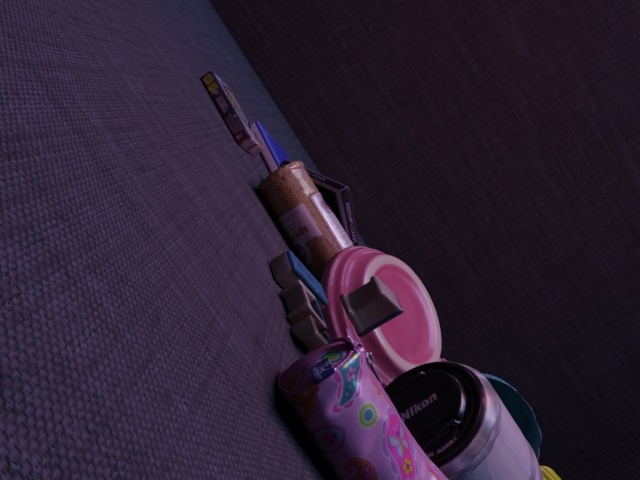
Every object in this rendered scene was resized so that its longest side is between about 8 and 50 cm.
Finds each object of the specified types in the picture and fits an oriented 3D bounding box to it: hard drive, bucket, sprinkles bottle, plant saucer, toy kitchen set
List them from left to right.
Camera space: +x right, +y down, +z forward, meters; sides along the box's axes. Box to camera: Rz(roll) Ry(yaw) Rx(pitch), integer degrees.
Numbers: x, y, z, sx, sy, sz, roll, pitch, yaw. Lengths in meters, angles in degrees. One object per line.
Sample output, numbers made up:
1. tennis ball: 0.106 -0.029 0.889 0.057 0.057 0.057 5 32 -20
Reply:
1. hard drive: -0.093 -0.174 1.783 0.318 0.040 0.210 63 9 30
2. sprinkles bottle: 0.000 0.000 1.375 0.355 0.121 0.121 58 7 3
3. toy kitchen set: 0.033 0.091 1.040 0.122 0.166 0.207 52 10 -40
4. plant saucer: 0.138 0.158 1.241 0.332 0.084 0.332 30 47 -38
5. bucket: 0.407 0.469 1.574 0.281 0.281 0.183 59 8 11

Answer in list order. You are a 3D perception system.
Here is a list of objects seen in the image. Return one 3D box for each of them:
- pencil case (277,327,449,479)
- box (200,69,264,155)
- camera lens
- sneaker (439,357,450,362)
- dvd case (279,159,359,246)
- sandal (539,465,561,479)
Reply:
1. pencil case: 0.064 0.253 0.774 0.284 0.124 0.124 58 7 -8
2. box: -0.220 -0.317 1.557 0.206 0.036 0.114 60 8 14
3. camera lens: 0.217 0.347 0.992 0.274 0.219 0.219 54 8 -28
4. sneaker: 0.250 0.344 1.734 0.252 0.111 0.103 39 50 -14
5. dvd case: -0.003 -0.080 1.469 0.239 0.030 0.179 30 -37 47
6. sandal: 0.354 0.526 1.129 0.317 0.138 0.126 -20 65 -44
